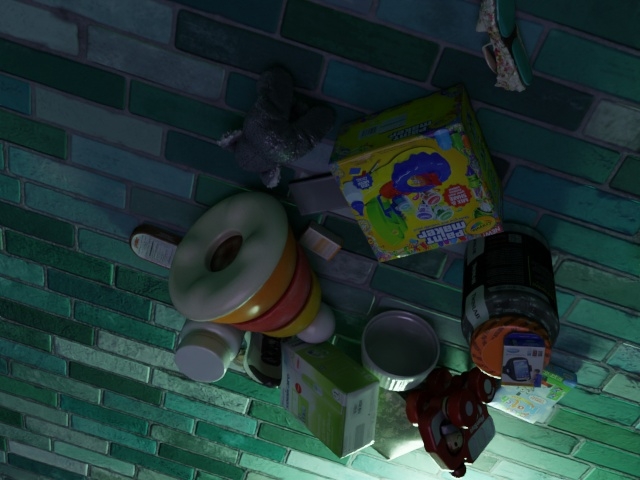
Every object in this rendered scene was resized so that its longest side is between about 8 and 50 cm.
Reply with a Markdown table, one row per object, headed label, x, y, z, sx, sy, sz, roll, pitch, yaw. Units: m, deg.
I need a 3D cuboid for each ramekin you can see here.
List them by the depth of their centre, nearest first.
| label | x | y | z | sx | sy | sz | roll | pitch | yaw |
| --- | --- | --- | --- | --- | --- | --- | --- | --- | --- |
| ramekin | 0.204 | 0.298 | 1.829 | 0.207 | 0.207 | 0.109 | 13 | 140 | 3 |

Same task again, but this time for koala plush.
| label | x | y | z | sx | sy | sz | roll | pitch | yaw |
| --- | --- | --- | --- | --- | --- | --- | --- | --- | --- |
| koala plush | -0.119 | -0.222 | 1.518 | 0.196 | 0.203 | 0.221 | 39 | 138 | -17 |

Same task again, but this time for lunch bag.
| label | x | y | z | sx | sy | sz | roll | pitch | yaw |
| --- | --- | --- | --- | --- | --- | --- | --- | --- | --- |
| lunch bag | 0.191 | 0.474 | 1.987 | 0.287 | 0.169 | 0.235 | 40 | 126 | -23 |

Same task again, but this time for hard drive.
| label | x | y | z | sx | sy | sz | roll | pitch | yaw |
| --- | --- | --- | --- | --- | --- | --- | --- | --- | --- |
| hard drive | 0.001 | -0.113 | 1.665 | 0.135 | 0.022 | 0.094 | -10 | 124 | 20 |

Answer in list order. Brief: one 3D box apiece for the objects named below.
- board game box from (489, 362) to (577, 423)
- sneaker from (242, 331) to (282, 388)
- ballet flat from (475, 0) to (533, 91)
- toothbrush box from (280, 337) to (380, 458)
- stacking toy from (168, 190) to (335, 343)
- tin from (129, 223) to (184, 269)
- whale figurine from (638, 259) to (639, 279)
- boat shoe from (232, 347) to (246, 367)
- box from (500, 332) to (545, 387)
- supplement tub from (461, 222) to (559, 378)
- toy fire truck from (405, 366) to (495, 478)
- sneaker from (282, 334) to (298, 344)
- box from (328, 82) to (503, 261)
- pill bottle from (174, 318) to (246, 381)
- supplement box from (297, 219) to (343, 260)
| label | x | y | z | sx | sy | sz | roll | pitch | yaw |
| --- | --- | --- | --- | --- | --- | --- | --- | --- | --- |
| board game box | 0.584 | 0.414 | 1.927 | 0.160 | 0.039 | 0.212 | 24 | 130 | -6 |
| sneaker | -0.148 | 0.284 | 1.862 | 0.100 | 0.272 | 0.108 | 20 | 121 | -25 |
| ballet flat | 0.342 | -0.392 | 1.330 | 0.077 | 0.091 | 0.241 | 2 | 128 | 40 |
| toothbrush box | 0.018 | 0.408 | 1.855 | 0.283 | 0.122 | 0.206 | 32 | 126 | 47 |
| stacking toy | -0.111 | 0.137 | 1.749 | 0.350 | 0.351 | 0.480 | -22 | 135 | 27 |
| tin | -0.425 | 0.023 | 1.869 | 0.189 | 0.040 | 0.106 | 22 | 125 | -4 |
| whale figurine | 0.836 | 0.064 | 1.554 | 0.271 | 0.141 | 0.216 | 13 | 134 | -29 |
| boat shoe | -0.241 | 0.344 | 2.065 | 0.135 | 0.050 | 0.045 | 17 | 135 | 0 |
| box | 0.411 | 0.244 | 1.405 | 0.081 | 0.028 | 0.136 | 1 | 129 | 12 |
| supplement tub | 0.422 | 0.132 | 1.552 | 0.207 | 0.338 | 0.207 | 7 | 128 | 9 |
| toy fire truck | 0.372 | 0.492 | 1.861 | 0.169 | 0.302 | 0.254 | -12 | 101 | 40 |
| sneaker | -0.098 | 0.360 | 2.021 | 0.104 | 0.095 | 0.236 | -3 | 128 | 26 |
| box | 0.215 | -0.139 | 1.495 | 0.289 | 0.177 | 0.279 | -16 | 123 | 24 |
| pill bottle | -0.274 | 0.224 | 1.828 | 0.160 | 0.283 | 0.160 | 6 | 129 | 8 |
| supplement box | 0.000 | 0.000 | 1.745 | 0.098 | 0.036 | 0.062 | 32 | 128 | -12 |
